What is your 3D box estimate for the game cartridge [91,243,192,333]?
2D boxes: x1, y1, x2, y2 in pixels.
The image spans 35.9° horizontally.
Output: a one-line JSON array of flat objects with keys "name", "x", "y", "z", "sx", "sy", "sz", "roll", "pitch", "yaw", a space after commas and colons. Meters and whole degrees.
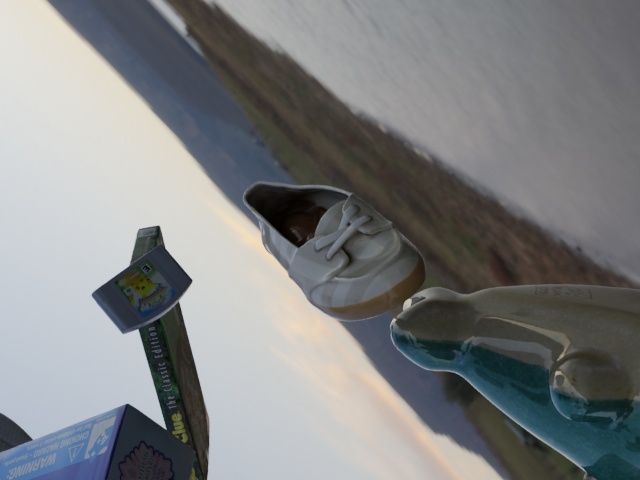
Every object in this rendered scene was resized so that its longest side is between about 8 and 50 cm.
[{"name": "game cartridge", "x": -0.163, "y": 0.047, "z": 0.919, "sx": 0.056, "sy": 0.083, "sz": 0.017, "roll": 49, "pitch": 155, "yaw": 6}]

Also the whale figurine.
[{"name": "whale figurine", "x": 0.187, "y": 0.108, "z": 0.753, "sx": 0.271, "sy": 0.141, "sz": 0.216, "roll": 9, "pitch": -169, "yaw": 10}]

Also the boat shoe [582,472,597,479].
[{"name": "boat shoe", "x": 0.239, "y": 0.276, "z": 0.819, "sx": 0.132, "sy": 0.355, "sz": 0.130, "roll": 46, "pitch": 140, "yaw": 14}]

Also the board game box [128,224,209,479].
[{"name": "board game box", "x": -0.159, "y": 0.127, "z": 1.061, "sx": 0.136, "sy": 0.030, "sz": 0.260, "roll": -94, "pitch": -6, "yaw": -67}]

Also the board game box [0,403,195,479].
[{"name": "board game box", "x": -0.232, "y": 0.276, "z": 0.538, "sx": 0.066, "sy": 0.318, "sz": 0.318, "roll": 46, "pitch": -146, "yaw": -33}]

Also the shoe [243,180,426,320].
[{"name": "shoe", "x": 0.000, "y": 0.000, "z": 0.713, "sx": 0.058, "sy": 0.076, "sz": 0.219, "roll": 52, "pitch": 169, "yaw": -26}]

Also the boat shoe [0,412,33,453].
[{"name": "boat shoe", "x": -0.365, "y": 0.207, "z": 0.896, "sx": 0.335, "sy": 0.119, "sz": 0.121, "roll": 25, "pitch": -145, "yaw": 20}]
